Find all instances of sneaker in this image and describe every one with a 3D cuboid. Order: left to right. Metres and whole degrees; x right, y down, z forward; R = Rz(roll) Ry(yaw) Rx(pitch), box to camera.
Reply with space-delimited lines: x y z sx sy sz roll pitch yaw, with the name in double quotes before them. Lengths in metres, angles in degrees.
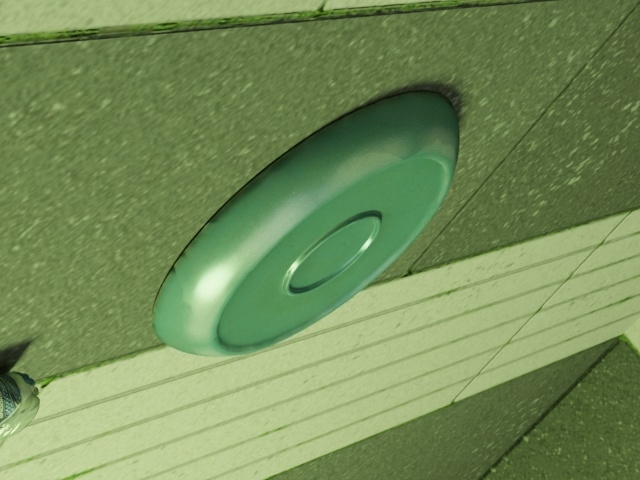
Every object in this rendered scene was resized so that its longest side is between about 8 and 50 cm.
"sneaker" -0.273 0.148 1.331 0.135 0.052 0.058 -52 149 14

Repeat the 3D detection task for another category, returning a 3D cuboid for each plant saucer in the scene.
"plant saucer" 0.000 0.000 1.495 0.317 0.044 0.317 -34 160 -14
